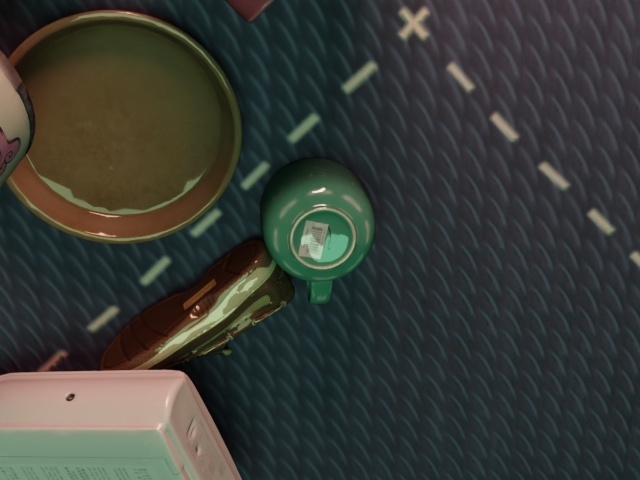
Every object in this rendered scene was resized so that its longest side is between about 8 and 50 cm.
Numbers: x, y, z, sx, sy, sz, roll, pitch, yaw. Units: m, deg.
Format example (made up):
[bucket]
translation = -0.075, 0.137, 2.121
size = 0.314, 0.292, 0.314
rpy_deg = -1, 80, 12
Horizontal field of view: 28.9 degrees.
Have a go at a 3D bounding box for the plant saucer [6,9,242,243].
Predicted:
[plant saucer]
translation = -0.226, -0.126, 1.379
size = 0.278, 0.041, 0.278
rpy_deg = -2, 117, -4

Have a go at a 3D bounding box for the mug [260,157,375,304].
[mug]
translation = 0.005, -0.008, 1.415
size = 0.129, 0.097, 0.158
rpy_deg = -34, 110, 6

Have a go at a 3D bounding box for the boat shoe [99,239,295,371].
[boat shoe]
translation = -0.142, 0.110, 1.479
size = 0.257, 0.095, 0.095
rpy_deg = -34, 120, 13

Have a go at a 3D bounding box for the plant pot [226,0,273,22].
[plant pot]
translation = -0.062, -0.343, 1.202
size = 0.201, 0.201, 0.180
rpy_deg = -42, 99, 17

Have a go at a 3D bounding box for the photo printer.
[photo printer]
translation = -0.267, 0.268, 1.494
size = 0.307, 0.107, 0.256
rpy_deg = -4, 130, 22

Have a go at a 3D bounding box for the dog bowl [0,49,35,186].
[dog bowl]
translation = -0.486, -0.117, 1.166
size = 0.408, 0.150, 0.408
rpy_deg = 12, 152, 7
